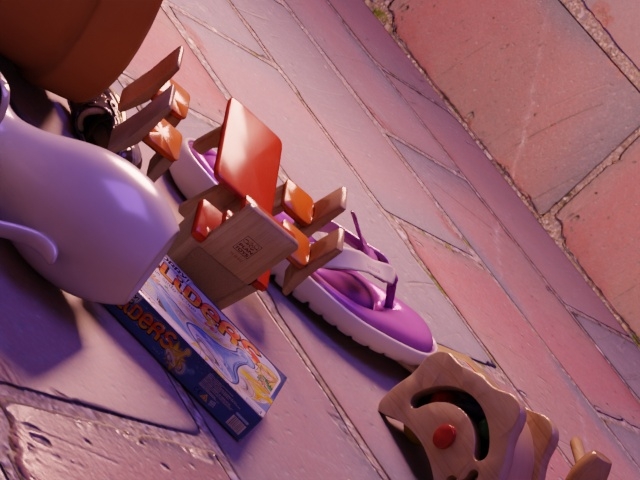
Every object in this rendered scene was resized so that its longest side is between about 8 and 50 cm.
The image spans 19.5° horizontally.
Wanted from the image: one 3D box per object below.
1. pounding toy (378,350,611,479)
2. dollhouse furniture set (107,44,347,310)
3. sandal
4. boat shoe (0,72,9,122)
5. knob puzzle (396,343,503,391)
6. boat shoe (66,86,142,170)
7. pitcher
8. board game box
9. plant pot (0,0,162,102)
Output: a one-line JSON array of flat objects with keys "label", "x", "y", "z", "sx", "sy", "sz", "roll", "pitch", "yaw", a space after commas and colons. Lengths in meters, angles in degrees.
[{"label": "pounding toy", "x": 0.192, "y": 0.248, "z": 2.036, "sx": 0.155, "sy": 0.154, "sz": 0.269, "roll": 34, "pitch": 0, "yaw": -41}, {"label": "dollhouse furniture set", "x": -0.081, "y": -0.054, "z": 1.939, "sx": 0.262, "sy": 0.135, "sz": 0.259, "roll": 40, "pitch": 31, "yaw": -24}, {"label": "sandal", "x": 0.002, "y": 0.007, "z": 2.185, "sx": 0.416, "sy": 0.102, "sz": 0.169, "roll": 37, "pitch": 17, "yaw": -22}, {"label": "boat shoe", "x": -0.360, "y": -0.150, "z": 1.573, "sx": 0.233, "sy": 0.084, "sz": 0.079, "roll": 30, "pitch": 9, "yaw": 27}, {"label": "knob puzzle", "x": 0.152, "y": 0.173, "z": 2.316, "sx": 0.213, "sy": 0.030, "sz": 0.213, "roll": 30, "pitch": 12, "yaw": -7}, {"label": "boat shoe", "x": -0.236, "y": -0.128, "z": 1.985, "sx": 0.152, "sy": 0.056, "sz": 0.049, "roll": 56, "pitch": 12, "yaw": 33}, {"label": "pitcher", "x": -0.239, "y": -0.025, "z": 1.607, "sx": 0.207, "sy": 0.125, "sz": 0.178, "roll": 36, "pitch": 35, "yaw": 0}, {"label": "board game box", "x": -0.123, "y": 0.088, "z": 1.757, "sx": 0.201, "sy": 0.035, "sz": 0.136, "roll": 45, "pitch": 14, "yaw": -3}, {"label": "plant pot", "x": -0.296, "y": -0.309, "z": 1.925, "sx": 0.203, "sy": 0.291, "sz": 0.291, "roll": 17, "pitch": 28, "yaw": -30}]
